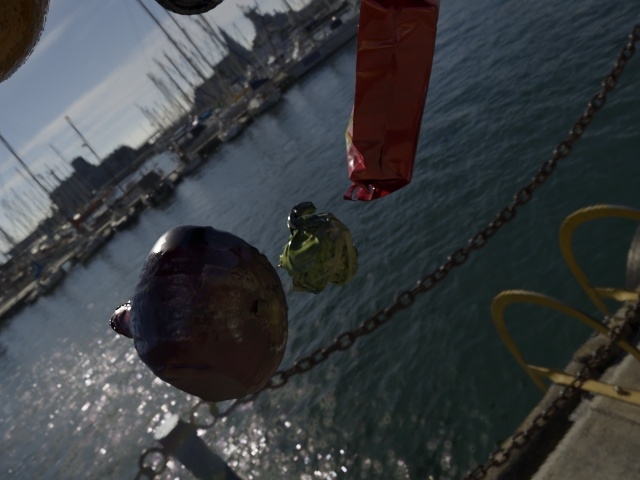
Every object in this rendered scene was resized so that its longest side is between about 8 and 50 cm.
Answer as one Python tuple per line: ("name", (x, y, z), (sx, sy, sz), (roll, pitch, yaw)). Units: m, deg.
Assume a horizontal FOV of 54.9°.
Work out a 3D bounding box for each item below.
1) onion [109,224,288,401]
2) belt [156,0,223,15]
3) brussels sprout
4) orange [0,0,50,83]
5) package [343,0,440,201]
("onion", (-0.149, 0.093, 0.672), (0.218, 0.195, 0.139), (-8, 50, 19))
("belt", (-0.128, -0.375, 0.678), (0.140, 0.126, 0.230), (3, -42, -43))
("brussels sprout", (0.000, 0.000, 0.546), (0.058, 0.085, 0.085), (-63, 0, 36))
("orange", (-0.402, -0.263, 0.596), (0.274, 0.274, 0.274), (-35, 17, 12))
("package", (0.110, -0.258, 1.008), (0.123, 0.423, 0.196), (7, 43, 4))
